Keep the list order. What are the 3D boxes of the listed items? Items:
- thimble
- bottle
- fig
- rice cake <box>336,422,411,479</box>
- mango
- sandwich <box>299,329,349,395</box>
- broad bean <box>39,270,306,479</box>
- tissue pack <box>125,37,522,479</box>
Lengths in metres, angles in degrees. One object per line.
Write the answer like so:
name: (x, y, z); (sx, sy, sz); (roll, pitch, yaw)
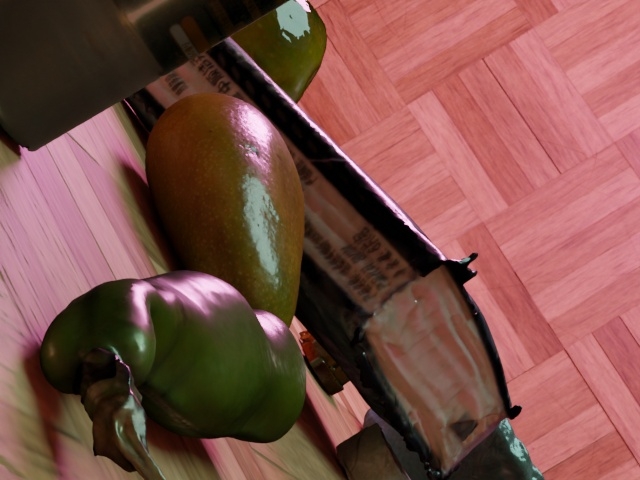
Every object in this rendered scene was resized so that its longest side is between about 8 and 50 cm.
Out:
thimble: (0.155, 0.247, 1.634); (0.235, 0.143, 0.198); (60, 2, -32)
bottle: (-0.033, -0.144, 0.691); (0.082, 0.286, 0.082); (59, 1, -2)
fig: (-0.134, -0.246, 1.705); (0.275, 0.206, 0.206); (37, 10, -23)
rice cake: (0.087, 0.248, 1.263); (0.245, 0.045, 0.042); (57, 0, -27)
mango: (-0.061, -0.019, 1.023); (0.227, 0.099, 0.136); (-105, 173, -52)
sandwich: (0.006, 0.117, 1.505); (0.067, 0.029, 0.135); (59, 1, -3)
broad bean: (-0.052, 0.057, 0.614); (0.098, 0.056, 0.318); (65, 7, 0)
tissue pack: (0.000, 0.000, 1.247); (0.361, 0.122, 0.259); (46, -9, 36)
